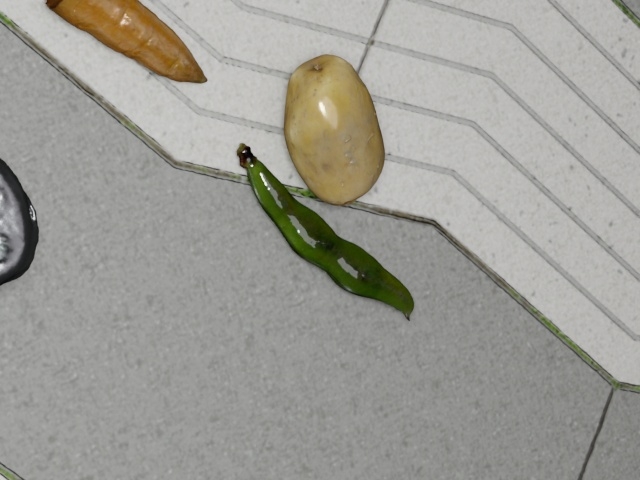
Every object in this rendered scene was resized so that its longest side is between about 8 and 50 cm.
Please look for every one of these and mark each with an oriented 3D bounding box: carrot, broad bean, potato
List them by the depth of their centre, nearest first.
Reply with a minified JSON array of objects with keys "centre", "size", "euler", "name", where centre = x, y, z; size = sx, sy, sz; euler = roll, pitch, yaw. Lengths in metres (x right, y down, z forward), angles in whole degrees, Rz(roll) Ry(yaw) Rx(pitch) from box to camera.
[{"centre":[-0.204,-0.230,1.999],"size":[0.205,0.072,0.072],"euler":[35,76,-31],"name":"carrot"},{"centre":[0.014,-0.123,2.077],"size":[0.109,0.118,0.178],"euler":[-15,114,10],"name":"potato"},{"centre":[0.000,0.001,2.107],"size":[0.297,0.043,0.060],"euler":[41,64,-20],"name":"broad bean"}]

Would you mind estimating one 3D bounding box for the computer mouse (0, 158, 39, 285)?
[{"centre":[-0.431,0.009,1.865],"size":[0.269,0.100,0.170],"euler":[-30,99,-18],"name":"computer mouse"}]
